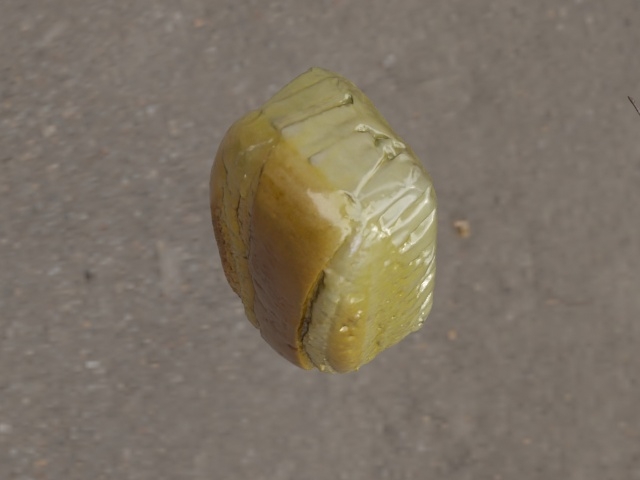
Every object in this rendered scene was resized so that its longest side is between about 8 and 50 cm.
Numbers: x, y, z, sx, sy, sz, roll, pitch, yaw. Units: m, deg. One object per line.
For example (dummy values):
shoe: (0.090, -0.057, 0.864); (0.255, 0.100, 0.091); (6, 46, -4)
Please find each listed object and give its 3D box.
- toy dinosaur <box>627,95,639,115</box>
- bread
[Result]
toy dinosaur: (0.241, 0.008, 1.122); (0.032, 0.108, 0.220); (-36, 84, -12)
bread: (0.000, 0.000, 1.181); (0.106, 0.236, 0.140); (-35, 66, -15)
